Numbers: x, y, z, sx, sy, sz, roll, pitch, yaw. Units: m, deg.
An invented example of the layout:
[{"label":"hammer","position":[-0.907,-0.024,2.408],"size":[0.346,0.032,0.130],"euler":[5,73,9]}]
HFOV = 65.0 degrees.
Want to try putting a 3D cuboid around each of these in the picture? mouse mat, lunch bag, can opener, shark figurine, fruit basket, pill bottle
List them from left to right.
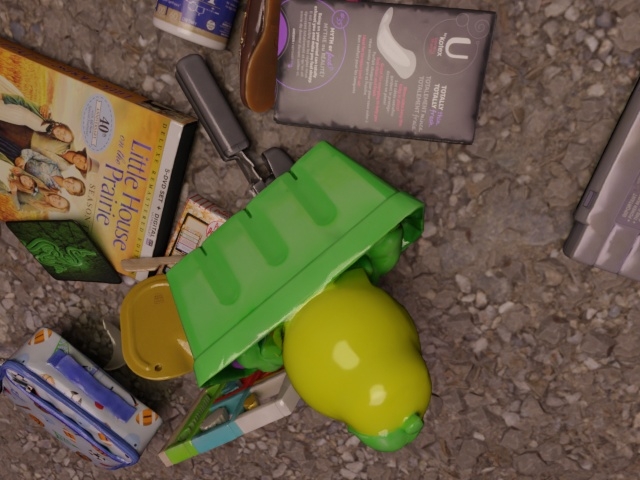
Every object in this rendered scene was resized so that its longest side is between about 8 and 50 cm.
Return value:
[{"label":"mouse mat","position":[-0.456,0.022,0.894],"size":[0.189,0.007,0.153],"euler":[1,133,27]},{"label":"lunch bag","position":[-0.448,0.294,0.921],"size":[0.303,0.115,0.243],"euler":[43,139,-12]},{"label":"shark figurine","position":[-0.258,0.189,0.930],"size":[0.278,0.166,0.116],"euler":[0,81,28]},{"label":"pill bottle","position":[-0.165,-0.383,0.721],"size":[0.111,0.112,0.187],"euler":[22,109,4]},{"label":"can opener","position":[-0.124,-0.169,0.810],"size":[0.095,0.076,0.284],"euler":[-31,99,-15]},{"label":"fruit basket","position":[0.016,0.098,0.691],"size":[0.391,0.283,0.393],"euler":[-2,81,11]}]

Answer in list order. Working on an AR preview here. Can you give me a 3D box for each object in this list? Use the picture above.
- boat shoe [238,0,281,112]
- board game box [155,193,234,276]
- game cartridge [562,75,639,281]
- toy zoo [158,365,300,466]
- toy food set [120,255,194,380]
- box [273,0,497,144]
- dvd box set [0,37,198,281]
[{"label":"boat shoe","position":[-0.085,-0.302,0.758],"size":[0.073,0.073,0.207],"euler":[30,110,41]},{"label":"board game box","position":[-0.197,0.039,0.885],"size":[0.146,0.045,0.194],"euler":[29,109,1]},{"label":"game cartridge","position":[0.521,-0.104,0.705],"size":[0.230,0.068,0.355],"euler":[20,109,8]},{"label":"toy zoo","position":[-0.118,0.264,0.859],"size":[0.293,0.192,0.030],"euler":[-29,100,16]},{"label":"toy food set","position":[-0.257,0.132,0.832],"size":[0.128,0.218,0.071],"euler":[-10,150,-10]},{"label":"box","position":[0.085,-0.235,0.700],"size":[0.270,0.143,0.166],"euler":[9,109,8]},{"label":"dvd box set","position":[-0.442,-0.138,0.858],"size":[0.420,0.062,0.308],"euler":[24,114,3]}]
